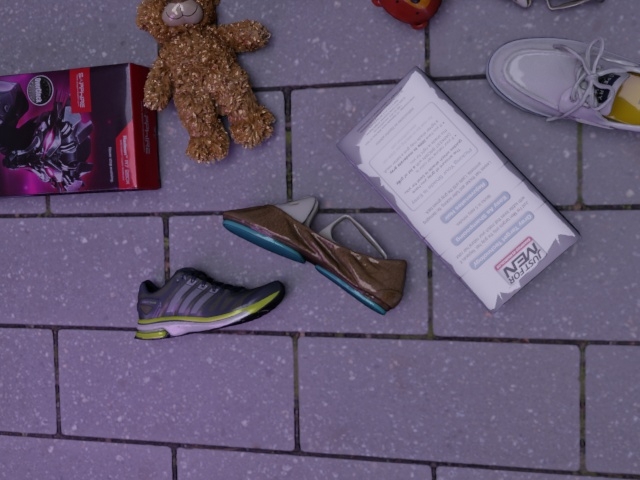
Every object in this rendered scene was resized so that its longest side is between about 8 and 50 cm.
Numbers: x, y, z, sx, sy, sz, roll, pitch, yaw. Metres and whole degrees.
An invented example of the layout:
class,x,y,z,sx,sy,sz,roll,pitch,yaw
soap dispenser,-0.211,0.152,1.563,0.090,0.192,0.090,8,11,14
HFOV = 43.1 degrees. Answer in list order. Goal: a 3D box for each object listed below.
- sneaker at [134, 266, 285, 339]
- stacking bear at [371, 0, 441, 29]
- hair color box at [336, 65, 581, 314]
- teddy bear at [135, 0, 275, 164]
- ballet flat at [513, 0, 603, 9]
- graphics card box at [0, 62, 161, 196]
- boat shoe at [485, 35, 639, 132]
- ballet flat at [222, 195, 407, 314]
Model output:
class,x,y,z,sx,sy,sz,roll,pitch,yaw
sneaker,-0.209,0.103,1.464,0.300,0.111,0.121,-12,86,14
stacking bear,0.196,-0.476,1.283,0.175,0.164,0.289,25,117,-18
hair color box,0.225,-0.083,1.326,0.185,0.113,0.374,-44,81,14
teddy bear,-0.207,-0.303,1.434,0.245,0.113,0.338,-4,93,14
ballet flat,0.350,-0.403,1.297,0.213,0.072,0.068,5,125,18
graphics card box,-0.492,-0.200,1.529,0.371,0.094,0.232,-1,94,17
boat shoe,0.428,-0.229,1.236,0.367,0.156,0.136,22,99,13
ballet flat,0.000,0.000,1.405,0.342,0.116,0.124,28,80,12
